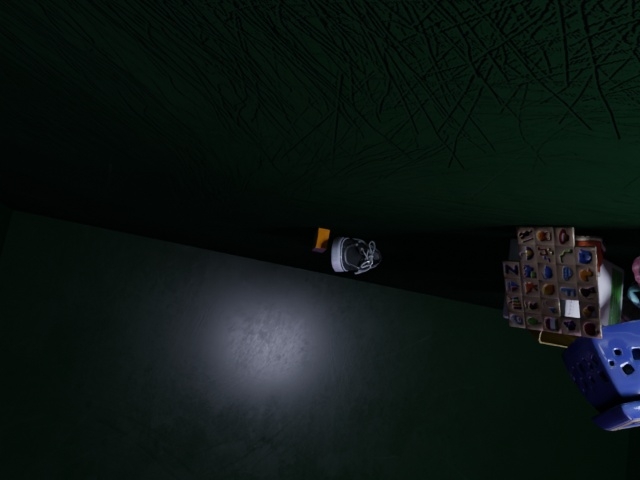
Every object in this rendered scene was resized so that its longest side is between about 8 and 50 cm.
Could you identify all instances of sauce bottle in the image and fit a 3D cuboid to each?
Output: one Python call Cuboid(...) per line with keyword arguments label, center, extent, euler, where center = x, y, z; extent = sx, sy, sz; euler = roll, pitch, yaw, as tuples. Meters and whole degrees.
Cuboid(label="sauce bottle", center=(1.040, 0.244, 1.894), extent=(0.111, 0.112, 0.344), euler=(8, 170, 13))

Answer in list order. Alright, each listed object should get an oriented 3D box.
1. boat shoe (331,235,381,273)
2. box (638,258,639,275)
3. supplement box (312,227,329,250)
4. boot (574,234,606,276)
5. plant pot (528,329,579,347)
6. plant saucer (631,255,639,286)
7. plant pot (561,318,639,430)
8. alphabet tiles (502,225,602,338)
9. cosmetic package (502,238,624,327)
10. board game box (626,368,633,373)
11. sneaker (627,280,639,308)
Cuboid(label="boat shoe", center=(0.120, 0.051, 1.702), extent=(0.104, 0.113, 0.306), euler=(0, 171, 21))
Cuboid(label="box", center=(0.700, 0.042, 1.014), extent=(0.170, 0.091, 0.130), euler=(17, 169, -37))
Cuboid(label="supplement box", center=(0.000, 0.000, 1.665), extent=(0.036, 0.062, 0.098), euler=(10, 171, -6))
Cuboid(label="boot", center=(0.567, 0.033, 1.149), extent=(0.059, 0.085, 0.158), euler=(5, 169, 42))
Cuboid(label="plant pot", center=(0.849, 0.256, 1.942), extent=(0.212, 0.212, 0.187), euler=(12, -177, -10))
Cuboid(label="plant saucer", center=(0.859, 0.131, 1.191), extent=(0.332, 0.084, 0.332), euler=(23, 178, 1))
Cuboid(label="plant pot", center=(0.742, 0.318, 1.272), extent=(0.235, 0.212, 0.236), euler=(-11, 152, 2))
Cuboid(label="alphabet tiles", center=(0.484, 0.085, 1.149), extent=(0.198, 0.237, 0.009), euler=(2, -163, 44))
Cuboid(label="cosmetic package", center=(0.610, 0.127, 1.343), extent=(0.155, 0.197, 0.365), euler=(0, 169, 45))
Cuboid(label="board game box", center=(0.936, 0.370, 1.410), extent=(0.160, 0.039, 0.211), euler=(13, 169, 0))
Cuboid(label="sneaker", center=(0.911, 0.199, 1.373), extent=(0.122, 0.110, 0.283), euler=(-2, -151, -43))
